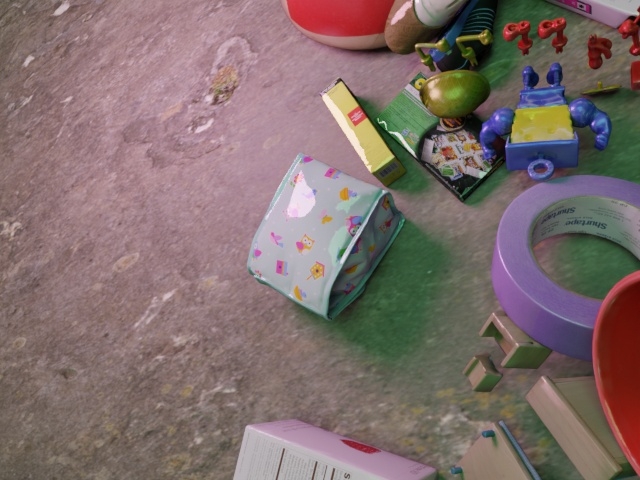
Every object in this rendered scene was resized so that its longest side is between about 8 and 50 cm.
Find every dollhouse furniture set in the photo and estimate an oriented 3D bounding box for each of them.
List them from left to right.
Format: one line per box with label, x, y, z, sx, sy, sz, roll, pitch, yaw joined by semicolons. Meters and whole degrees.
dollhouse furniture set;0.340;0.314;0.777;0.286;0.198;0.304;-117;39;-47

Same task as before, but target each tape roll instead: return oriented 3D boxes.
tape roll;0.395;0.032;0.740;0.274;0.090;0.275;-6;52;7

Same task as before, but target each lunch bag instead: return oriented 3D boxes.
lunch bag;0.000;0.000;0.986;0.223;0.160;0.262;28;85;30

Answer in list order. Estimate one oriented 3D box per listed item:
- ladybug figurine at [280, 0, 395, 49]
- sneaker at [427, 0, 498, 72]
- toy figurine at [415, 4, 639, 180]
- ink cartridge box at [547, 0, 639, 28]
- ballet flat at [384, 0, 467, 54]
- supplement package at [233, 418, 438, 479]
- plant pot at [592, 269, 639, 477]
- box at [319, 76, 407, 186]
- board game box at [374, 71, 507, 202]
ladybug figurine;0.078;-0.576;1.096;0.449;0.162;0.305;22;87;30
sneaker;0.298;-0.407;0.991;0.090;0.081;0.232;38;77;-13
toy figurine;0.324;-0.201;0.821;0.362;0.191;0.218;0;69;22
ink cartridge box;0.495;-0.504;0.915;0.371;0.069;0.176;42;97;32
ballet flat;0.256;-0.482;0.924;0.342;0.116;0.124;-44;22;6
supplement package;0.019;0.428;0.846;0.292;0.177;0.176;9;80;29
plant pot;0.468;0.142;0.512;0.243;0.275;0.275;-9;69;-10
box;0.085;-0.222;1.042;0.058;0.087;0.232;-35;62;15
board game box;0.233;-0.206;0.993;0.136;0.030;0.260;-46;61;12
